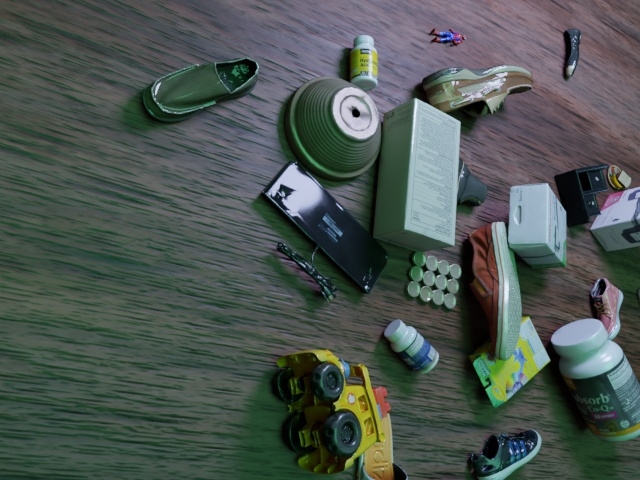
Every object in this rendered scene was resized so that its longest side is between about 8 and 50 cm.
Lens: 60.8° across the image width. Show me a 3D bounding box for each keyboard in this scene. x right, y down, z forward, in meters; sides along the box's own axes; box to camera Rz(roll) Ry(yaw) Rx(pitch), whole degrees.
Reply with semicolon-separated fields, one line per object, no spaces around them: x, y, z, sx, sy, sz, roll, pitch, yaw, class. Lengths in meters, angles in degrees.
0.000;0.000;1.149;0.317;0.033;0.201;44;56;-13;keyboard

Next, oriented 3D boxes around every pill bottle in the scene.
0.196;0.230;1.188;0.120;0.067;0.067;45;63;-14;pill bottle
0.713;0.353;1.395;0.162;0.162;0.278;-31;95;-30;pill bottle
0.100;-0.412;1.268;0.065;0.065;0.116;7;76;-28;pill bottle

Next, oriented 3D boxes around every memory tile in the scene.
0.267;0.095;1.284;0.148;0.012;0.113;19;74;-25;memory tile

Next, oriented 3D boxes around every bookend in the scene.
0.774;-0.131;1.578;0.156;0.072;0.157;-10;86;-30;bookend

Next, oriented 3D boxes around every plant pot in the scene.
0.050;-0.255;1.183;0.237;0.110;0.237;6;78;-29;plant pot

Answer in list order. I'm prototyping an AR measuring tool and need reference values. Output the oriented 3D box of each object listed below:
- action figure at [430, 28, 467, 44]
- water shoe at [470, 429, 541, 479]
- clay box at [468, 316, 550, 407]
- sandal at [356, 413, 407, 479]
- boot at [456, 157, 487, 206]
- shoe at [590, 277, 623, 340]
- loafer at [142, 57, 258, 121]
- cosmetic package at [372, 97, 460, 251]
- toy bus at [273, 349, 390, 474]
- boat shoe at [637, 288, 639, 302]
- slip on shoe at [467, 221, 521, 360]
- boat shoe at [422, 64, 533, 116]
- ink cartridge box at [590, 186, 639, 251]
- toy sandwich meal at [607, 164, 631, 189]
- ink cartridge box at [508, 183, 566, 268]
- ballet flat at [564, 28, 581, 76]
0.346;-0.543;1.452;0.115;0.030;0.038;-8;79;-32;action figure
0.435;0.482;1.266;0.203;0.073;0.080;-24;90;-31;water shoe
0.452;0.294;1.324;0.222;0.053;0.127;-27;91;-29;clay box
0.125;0.467;1.096;0.102;0.076;0.265;2;79;-28;sandal
0.350;-0.096;1.340;0.137;0.077;0.197;33;67;-25;boot
0.795;0.192;1.532;0.081;0.063;0.178;39;59;-15;shoe
-0.224;-0.307;1.054;0.251;0.087;0.094;-32;96;-30;loafer
0.223;-0.144;1.246;0.160;0.113;0.309;17;73;-32;cosmetic package
0.040;0.304;1.052;0.211;0.149;0.220;-10;82;-41;toy bus
1.036;0.234;1.651;0.075;0.065;0.206;-29;95;-30;boat shoe
0.413;0.120;1.303;0.123;0.101;0.331;22;62;-53;slip on shoe
0.407;-0.376;1.409;0.324;0.122;0.119;-10;90;-22;boat shoe
0.929;-0.074;1.555;0.100;0.237;0.172;48;62;-12;ink cartridge box
0.932;-0.197;1.702;0.086;0.029;0.085;6;77;-28;toy sandwich meal
0.551;-0.032;1.375;0.219;0.093;0.160;25;66;-52;ink cartridge box
0.777;-0.581;1.694;0.049;0.057;0.173;9;70;15;ballet flat
